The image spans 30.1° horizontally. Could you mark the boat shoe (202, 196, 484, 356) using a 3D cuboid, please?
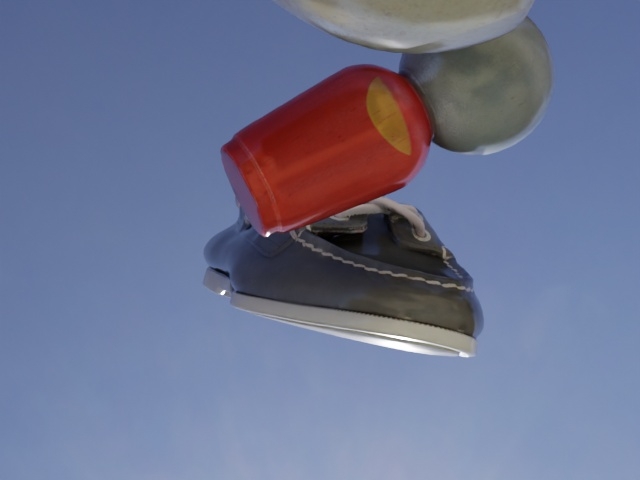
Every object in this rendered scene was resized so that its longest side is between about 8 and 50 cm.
[{"bbox_3d":[0.000,0.000,0.690,0.112,0.335,0.095,13,-91,-18],"label":"boat shoe"}]

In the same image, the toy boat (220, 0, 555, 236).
[{"bbox_3d":[0.012,-0.135,0.413,0.148,0.267,0.318,-26,-40,-12],"label":"toy boat"}]
